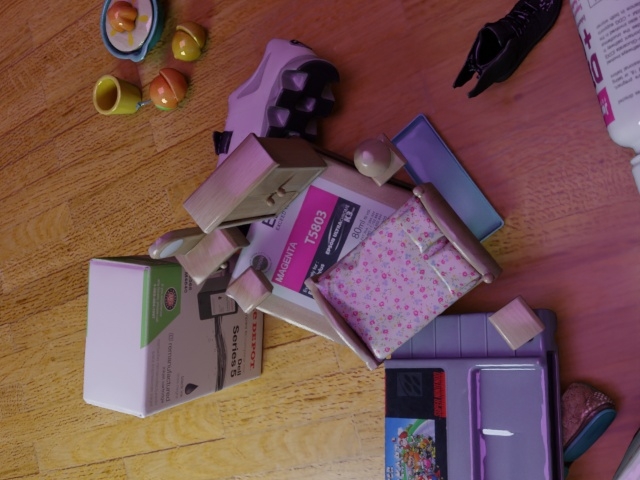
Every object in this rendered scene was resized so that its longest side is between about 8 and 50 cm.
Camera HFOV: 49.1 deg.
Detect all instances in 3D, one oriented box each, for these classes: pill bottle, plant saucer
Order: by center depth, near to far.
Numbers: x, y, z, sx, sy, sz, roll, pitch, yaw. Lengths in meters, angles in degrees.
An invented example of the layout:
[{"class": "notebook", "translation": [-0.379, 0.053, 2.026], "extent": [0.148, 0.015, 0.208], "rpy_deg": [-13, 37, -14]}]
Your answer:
[{"class": "pill bottle", "translation": [0.368, -0.193, 0.735], "extent": [0.160, 0.160, 0.282], "rpy_deg": [-18, 82, 30]}, {"class": "plant saucer", "translation": [0.168, -0.078, 0.943], "extent": [0.067, 0.018, 0.192], "rpy_deg": [-41, 70, 25]}]

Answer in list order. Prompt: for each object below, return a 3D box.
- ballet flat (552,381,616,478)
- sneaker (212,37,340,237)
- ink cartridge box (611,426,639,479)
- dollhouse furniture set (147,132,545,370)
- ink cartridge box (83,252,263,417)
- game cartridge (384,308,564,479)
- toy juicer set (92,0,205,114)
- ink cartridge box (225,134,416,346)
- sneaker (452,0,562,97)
[{"class": "ballet flat", "translation": [0.281, 0.258, 0.864], "extent": [0.206, 0.073, 0.067], "rpy_deg": [-57, 39, 16]}, {"class": "sneaker", "translation": [-0.095, -0.147, 1.058], "extent": [0.146, 0.123, 0.330], "rpy_deg": [49, 116, 41]}, {"class": "ink cartridge box", "translation": [0.382, 0.185, 0.669], "extent": [0.114, 0.273, 0.196], "rpy_deg": [35, 109, 26]}, {"class": "dollhouse furniture set", "translation": [0.015, 0.060, 0.802], "extent": [0.303, 0.174, 0.355], "rpy_deg": [-42, 80, 20]}, {"class": "ink cartridge box", "translation": [-0.200, 0.121, 1.023], "extent": [0.115, 0.273, 0.198], "rpy_deg": [5, 94, 29]}, {"class": "game cartridge", "translation": [0.181, 0.267, 0.863], "extent": [0.230, 0.068, 0.354], "rpy_deg": [-8, 75, 37]}, {"class": "toy juicer set", "translation": [-0.289, -0.372, 1.171], "extent": [0.209, 0.089, 0.328], "rpy_deg": [8, 95, 31]}, {"class": "ink cartridge box", "translation": [0.000, 0.000, 0.964], "extent": [0.193, 0.088, 0.234], "rpy_deg": [22, 105, 0]}, {"class": "sneaker", "translation": [0.230, -0.250, 0.858], "extent": [0.051, 0.089, 0.170], "rpy_deg": [41, 111, 24]}]
